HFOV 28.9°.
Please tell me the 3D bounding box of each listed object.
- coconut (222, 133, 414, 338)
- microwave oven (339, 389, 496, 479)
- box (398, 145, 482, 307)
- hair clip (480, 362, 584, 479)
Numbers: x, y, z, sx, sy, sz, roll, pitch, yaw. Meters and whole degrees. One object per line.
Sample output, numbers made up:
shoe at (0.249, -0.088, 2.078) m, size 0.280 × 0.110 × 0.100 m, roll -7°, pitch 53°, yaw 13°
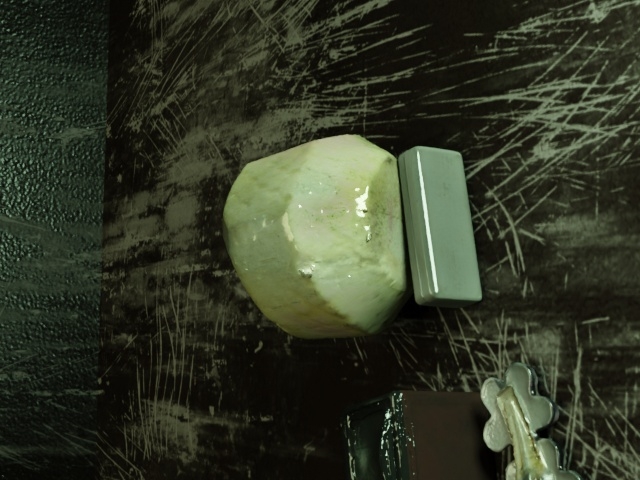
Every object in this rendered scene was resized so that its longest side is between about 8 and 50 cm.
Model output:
coconut at (0.000, 0.000, 1.991) m, size 0.353 × 0.353 × 0.352 m, roll -12°, pitch 76°, yaw 62°
microwave oven at (0.136, 0.350, 1.828) m, size 0.178 × 0.188 × 0.247 m, roll -35°, pitch 57°, yaw 57°
box at (0.180, -0.020, 1.876) m, size 0.055 × 0.103 × 0.243 m, roll -29°, pitch 61°, yaw 52°
hair clip at (0.281, 0.290, 1.690) m, size 0.146 × 0.075 × 0.257 m, roll -53°, pitch 35°, yaw 43°
